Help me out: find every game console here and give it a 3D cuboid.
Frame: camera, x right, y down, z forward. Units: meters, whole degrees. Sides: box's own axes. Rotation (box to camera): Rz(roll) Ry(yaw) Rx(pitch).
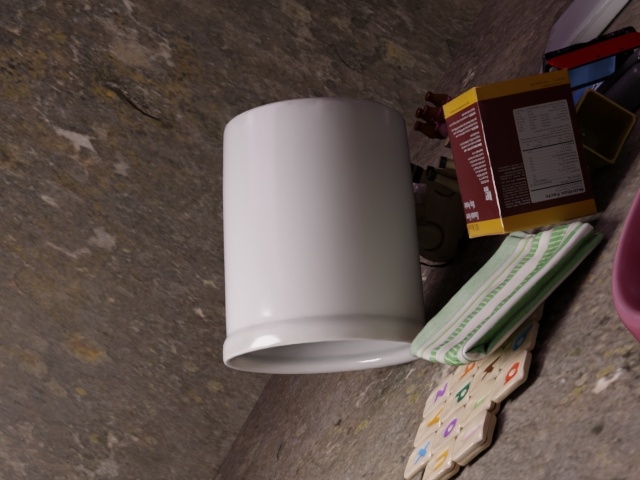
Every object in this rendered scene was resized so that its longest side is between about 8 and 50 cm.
[{"bbox_3d":[0.401,-0.247,1.854,0.124,0.144,0.085,78,172,-49],"label":"game console"}]

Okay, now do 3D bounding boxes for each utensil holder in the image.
[{"bbox_3d":[0.000,0.000,2.062,0.327,0.327,0.386,140,128,-68],"label":"utensil holder"}]

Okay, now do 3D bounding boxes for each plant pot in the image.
[{"bbox_3d":[0.373,-0.148,1.783,0.081,0.081,0.083,-60,2,-15],"label":"plant pot"}]

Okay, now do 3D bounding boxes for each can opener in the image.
[{"bbox_3d":[0.375,-0.188,1.856,0.283,0.095,0.076,-49,13,51],"label":"can opener"}]

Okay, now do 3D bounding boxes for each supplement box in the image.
[{"bbox_3d":[0.264,-0.112,1.742,0.191,0.129,0.194,165,93,-83],"label":"supplement box"}]

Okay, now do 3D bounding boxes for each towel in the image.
[{"bbox_3d":[0.237,0.070,1.728,0.248,0.038,0.325,-46,5,-7],"label":"towel"}]

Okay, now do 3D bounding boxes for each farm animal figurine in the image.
[{"bbox_3d":[0.237,-0.095,2.201,0.330,0.172,0.327,-92,22,-64],"label":"farm animal figurine"}]

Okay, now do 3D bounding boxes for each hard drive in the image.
[{"bbox_3d":[0.503,-0.433,2.274,0.307,0.040,0.203,-51,10,40],"label":"hard drive"}]

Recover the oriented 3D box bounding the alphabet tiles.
[{"bbox_3d":[0.203,0.194,1.681,0.278,0.021,0.284,-51,9,41],"label":"alphabet tiles"}]

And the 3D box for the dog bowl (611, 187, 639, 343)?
[{"bbox_3d":[0.380,-0.040,0.973,0.408,0.150,0.408,-57,8,12],"label":"dog bowl"}]

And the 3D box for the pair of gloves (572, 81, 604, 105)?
[{"bbox_3d":[0.409,-0.209,2.019,0.159,0.023,0.198,-56,7,18],"label":"pair of gloves"}]
